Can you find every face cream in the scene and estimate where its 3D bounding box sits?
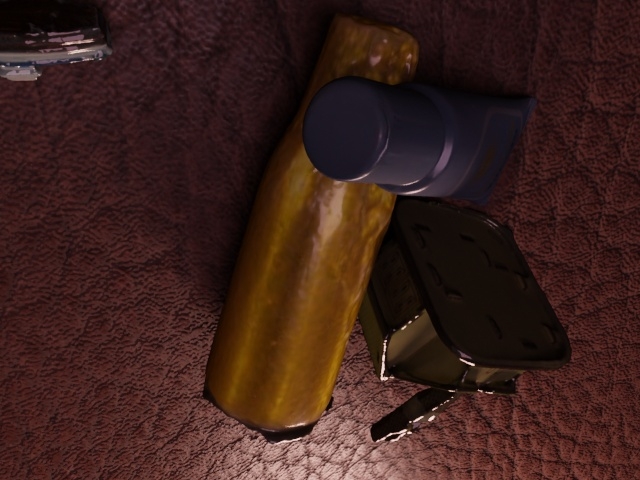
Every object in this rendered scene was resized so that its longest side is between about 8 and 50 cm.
[{"bbox_3d":[0.119,-0.087,0.538,0.385,0.086,0.136,-8,125,-56],"label":"face cream"}]

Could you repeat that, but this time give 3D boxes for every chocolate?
[{"bbox_3d":[0.000,0.000,0.617,0.162,0.162,0.446,8,118,-21],"label":"chocolate"}]

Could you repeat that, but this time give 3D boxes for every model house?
[{"bbox_3d":[0.114,0.118,0.735,0.204,0.218,0.279,11,137,-32],"label":"model house"}]

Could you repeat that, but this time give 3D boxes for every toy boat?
[{"bbox_3d":[-0.248,-0.166,0.498,0.140,0.059,0.066,-5,151,-15],"label":"toy boat"}]
